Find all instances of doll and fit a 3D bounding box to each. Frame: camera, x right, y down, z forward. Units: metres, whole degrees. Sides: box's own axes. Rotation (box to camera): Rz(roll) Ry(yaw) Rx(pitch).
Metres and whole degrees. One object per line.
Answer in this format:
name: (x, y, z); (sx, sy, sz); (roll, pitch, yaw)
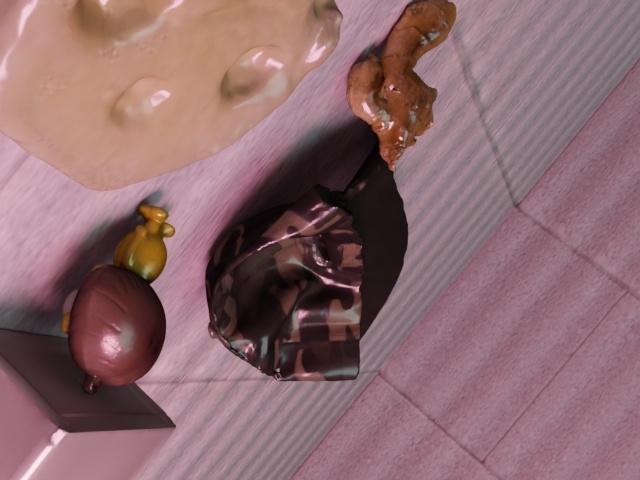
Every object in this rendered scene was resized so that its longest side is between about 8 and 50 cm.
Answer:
doll: (-0.198, 0.063, 0.827); (0.188, 0.096, 0.145); (-73, 174, -46)

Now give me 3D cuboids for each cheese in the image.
cheese: (-0.094, -0.177, 0.536); (0.318, 0.115, 0.326); (-24, 158, -43)

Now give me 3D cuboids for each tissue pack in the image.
tissue pack: (-0.281, 0.189, 0.816); (0.136, 0.159, 0.246); (-52, 161, 1)

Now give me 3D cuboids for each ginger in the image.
ginger: (0.113, -0.204, 1.031); (0.214, 0.133, 0.059); (-52, -156, -14)

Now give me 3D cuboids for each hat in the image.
hat: (-0.003, -0.008, 1.148); (0.381, 0.258, 0.366); (-82, 173, -47)
